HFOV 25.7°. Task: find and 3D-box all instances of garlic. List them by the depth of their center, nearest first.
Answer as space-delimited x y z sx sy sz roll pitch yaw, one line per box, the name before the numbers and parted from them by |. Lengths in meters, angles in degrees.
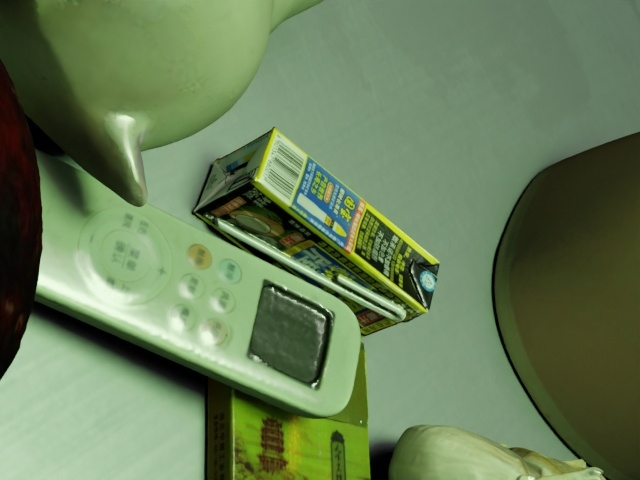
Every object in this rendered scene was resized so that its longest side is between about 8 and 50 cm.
garlic | 0.146 0.210 0.952 0.229 0.178 0.143 25 85 -12

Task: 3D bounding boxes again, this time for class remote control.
remote control | -0.107 0.023 0.846 0.309 0.038 0.090 28 54 -24

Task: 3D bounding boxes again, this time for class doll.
doll | -0.083 -0.203 0.886 0.370 0.226 0.215 -43 134 -37

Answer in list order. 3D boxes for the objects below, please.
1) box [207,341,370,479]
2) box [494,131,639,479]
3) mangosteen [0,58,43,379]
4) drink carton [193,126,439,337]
box | -0.019 0.147 0.909 0.121 0.030 0.193 18 60 -39
box | 0.319 0.038 1.161 0.301 0.216 0.301 23 54 -37
mangosteen | -0.248 0.027 0.555 0.306 0.306 0.359 -53 130 -44
drink carton | 0.000 0.000 0.965 0.166 0.071 0.056 38 52 -25
